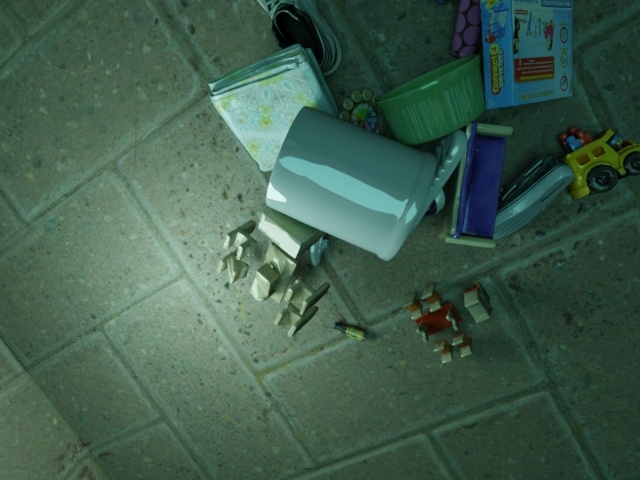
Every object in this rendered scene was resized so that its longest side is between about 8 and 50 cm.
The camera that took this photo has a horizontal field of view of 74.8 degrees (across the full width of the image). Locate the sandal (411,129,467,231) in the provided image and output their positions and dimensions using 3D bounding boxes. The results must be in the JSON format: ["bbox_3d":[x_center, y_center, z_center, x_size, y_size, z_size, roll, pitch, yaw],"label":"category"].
[{"bbox_3d":[0.342,-0.143,1.272,0.102,0.170,0.416,16,140,-8],"label":"sandal"}]

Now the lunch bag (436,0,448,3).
[{"bbox_3d":[0.348,-0.805,1.179,0.176,0.090,0.219,-39,97,17],"label":"lunch bag"}]

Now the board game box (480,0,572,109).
[{"bbox_3d":[0.563,-0.527,1.128,0.308,0.086,0.302,-18,107,-32],"label":"board game box"}]

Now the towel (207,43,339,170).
[{"bbox_3d":[-0.116,-0.388,1.288,0.320,0.090,0.374,-14,145,17],"label":"towel"}]

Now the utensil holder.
[{"bbox_3d":[0.078,-0.161,1.185,0.385,0.328,0.328,22,109,0],"label":"utensil holder"}]

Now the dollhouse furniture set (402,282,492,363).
[{"bbox_3d":[0.461,0.259,1.471,0.259,0.135,0.262,-32,98,28],"label":"dollhouse furniture set"}]

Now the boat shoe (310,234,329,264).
[{"bbox_3d":[0.000,0.000,1.493,0.063,0.066,0.184,4,97,10],"label":"boat shoe"}]

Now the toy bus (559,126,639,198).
[{"bbox_3d":[0.824,-0.256,1.242,0.220,0.149,0.212,-28,84,14],"label":"toy bus"}]

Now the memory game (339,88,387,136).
[{"bbox_3d":[0.141,-0.385,1.324,0.186,0.012,0.186,-6,102,-26],"label":"memory game"}]

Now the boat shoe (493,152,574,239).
[{"bbox_3d":[0.625,-0.131,1.316,0.121,0.119,0.335,10,137,-36],"label":"boat shoe"}]

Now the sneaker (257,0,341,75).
[{"bbox_3d":[-0.097,-0.694,1.201,0.169,0.257,0.448,-33,98,17],"label":"sneaker"}]

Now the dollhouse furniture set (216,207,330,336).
[{"bbox_3d":[-0.106,0.042,1.422,0.362,0.256,0.394,38,133,15],"label":"dollhouse furniture set"}]

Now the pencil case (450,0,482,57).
[{"bbox_3d":[0.432,-0.634,1.183,0.095,0.098,0.209,20,138,17],"label":"pencil case"}]

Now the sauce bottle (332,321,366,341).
[{"bbox_3d":[0.109,0.343,1.579,0.128,0.042,0.042,18,108,3],"label":"sauce bottle"}]

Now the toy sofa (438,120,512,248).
[{"bbox_3d":[0.467,-0.165,1.251,0.150,0.177,0.363,8,90,4],"label":"toy sofa"}]

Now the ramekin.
[{"bbox_3d":[0.323,-0.394,1.201,0.303,0.303,0.148,-21,110,15],"label":"ramekin"}]
